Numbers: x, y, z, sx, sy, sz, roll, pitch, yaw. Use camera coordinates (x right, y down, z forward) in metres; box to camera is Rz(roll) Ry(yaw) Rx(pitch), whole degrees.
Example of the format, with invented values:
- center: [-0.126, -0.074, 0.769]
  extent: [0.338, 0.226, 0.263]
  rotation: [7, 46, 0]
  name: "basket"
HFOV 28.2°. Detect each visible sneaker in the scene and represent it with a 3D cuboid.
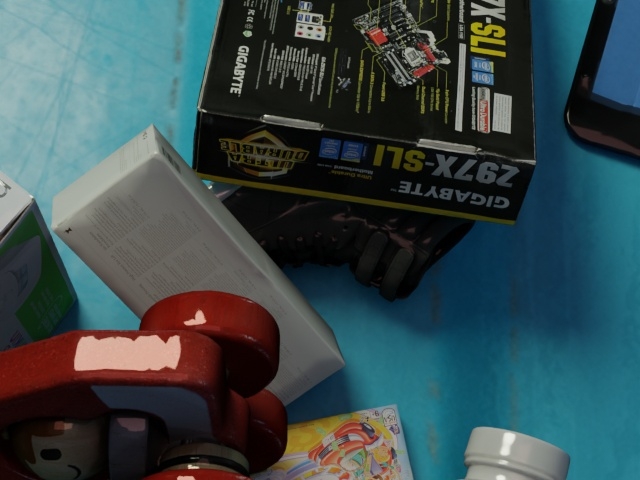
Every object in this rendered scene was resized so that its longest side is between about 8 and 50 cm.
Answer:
- center: [0.000, 0.000, 1.046]
  extent: [0.295, 0.104, 0.147]
  rotation: [-29, 72, -17]
  name: "sneaker"

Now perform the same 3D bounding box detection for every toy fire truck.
- center: [-0.152, 0.160, 0.876]
  extent: [0.253, 0.302, 0.169]
  rotation: [-1, 54, 1]
  name: "toy fire truck"

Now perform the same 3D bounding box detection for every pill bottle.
- center: [0.133, 0.242, 0.982]
  extent: [0.107, 0.108, 0.180]
  rotation: [18, 73, 1]
  name: "pill bottle"

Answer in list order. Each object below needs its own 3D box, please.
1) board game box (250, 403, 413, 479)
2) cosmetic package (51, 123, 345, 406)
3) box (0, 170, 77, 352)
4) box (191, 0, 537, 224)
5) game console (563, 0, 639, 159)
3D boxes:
- center: [-0.003, 0.198, 1.027]
  extent: [0.154, 0.026, 0.104]
  rotation: [-10, 74, -8]
  name: "board game box"
- center: [-0.090, 0.032, 0.973]
  extent: [0.099, 0.060, 0.239]
  rotation: [-36, 119, 7]
  name: "cosmetic package"
- center: [-0.318, -0.010, 0.944]
  extent: [0.231, 0.262, 0.127]
  rotation: [36, 73, 8]
  name: "box"
- center: [0.043, -0.168, 1.055]
  extent: [0.257, 0.079, 0.322]
  rotation: [9, 48, -4]
  name: "box"
- center: [0.385, -0.205, 1.113]
  extent: [0.173, 0.250, 0.293]
  rotation: [26, 71, -24]
  name: "game console"
